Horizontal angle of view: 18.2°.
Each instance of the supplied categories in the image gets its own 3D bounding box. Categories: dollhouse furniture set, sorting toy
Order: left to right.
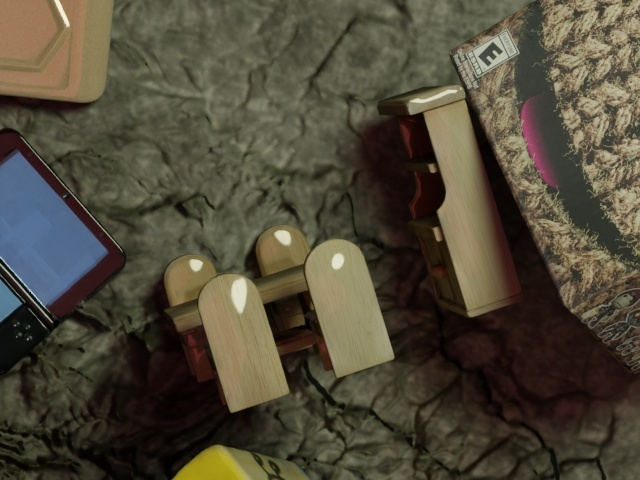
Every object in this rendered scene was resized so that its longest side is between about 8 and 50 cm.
[{"bbox_3d":[-0.258,-0.209,1.507,0.208,0.038,0.193,5,96,-4],"label":"sorting toy"},{"bbox_3d":[0.000,0.000,1.434,0.242,0.212,0.161,-18,97,-9],"label":"dollhouse furniture set"}]

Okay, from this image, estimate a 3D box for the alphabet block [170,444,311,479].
[{"bbox_3d":[-0.057,0.282,1.448,0.193,0.197,0.192,-45,73,4],"label":"alphabet block"}]

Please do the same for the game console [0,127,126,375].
[{"bbox_3d":[-0.241,0.007,1.506,0.144,0.124,0.085,48,121,-3],"label":"game console"}]

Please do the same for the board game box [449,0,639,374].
[{"bbox_3d":[0.276,-0.088,1.380,0.291,0.141,0.232,-30,58,13],"label":"board game box"}]
